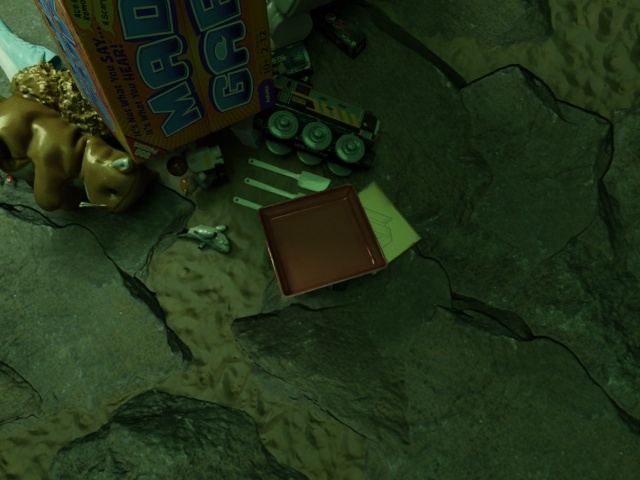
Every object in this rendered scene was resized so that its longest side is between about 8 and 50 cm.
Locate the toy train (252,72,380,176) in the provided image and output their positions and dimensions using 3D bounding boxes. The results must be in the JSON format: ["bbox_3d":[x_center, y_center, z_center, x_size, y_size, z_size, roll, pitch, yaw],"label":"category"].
[{"bbox_3d":[-0.002,-0.299,1.069,0.334,0.142,0.190,18,76,-5],"label":"toy train"}]

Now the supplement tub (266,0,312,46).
[{"bbox_3d":[-0.116,-0.669,1.153,0.145,0.144,0.199,-24,79,1],"label":"supplement tub"}]

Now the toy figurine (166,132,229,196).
[{"bbox_3d":[-0.343,-0.238,1.069,0.148,0.213,0.209,-18,83,-11],"label":"toy figurine"}]

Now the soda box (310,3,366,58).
[{"bbox_3d":[0.052,-0.602,1.172,0.169,0.053,0.060,44,86,10],"label":"soda box"}]

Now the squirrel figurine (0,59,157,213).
[{"bbox_3d":[-0.626,-0.258,1.077,0.371,0.281,0.396,16,85,1],"label":"squirrel figurine"}]

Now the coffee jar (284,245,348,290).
[{"bbox_3d":[-0.014,0.069,1.053,0.185,0.079,0.096,13,75,8],"label":"coffee jar"}]

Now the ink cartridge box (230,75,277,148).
[{"bbox_3d":[-0.173,-0.358,1.127,0.060,0.104,0.180,20,82,11],"label":"ink cartridge box"}]

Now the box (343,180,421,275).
[{"bbox_3d":[0.139,-0.032,1.085,0.165,0.021,0.201,-37,80,-1],"label":"box"}]

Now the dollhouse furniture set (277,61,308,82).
[{"bbox_3d":[-0.064,-0.438,1.127,0.081,0.114,0.090,-27,77,-4],"label":"dollhouse furniture set"}]

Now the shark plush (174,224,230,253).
[{"bbox_3d":[-0.325,-0.003,1.110,0.162,0.073,0.067,3,111,1],"label":"shark plush"}]

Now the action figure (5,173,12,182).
[{"bbox_3d":[-0.927,-0.223,1.211,0.030,0.038,0.115,-17,77,-20],"label":"action figure"}]

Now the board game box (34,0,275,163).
[{"bbox_3d":[-0.352,-0.458,0.867,0.357,0.356,0.356,-31,58,-23],"label":"board game box"}]

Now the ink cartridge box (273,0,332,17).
[{"bbox_3d":[0.010,-0.791,1.051,0.385,0.160,0.279,-37,98,-25],"label":"ink cartridge box"}]

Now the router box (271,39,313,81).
[{"bbox_3d":[-0.091,-0.510,1.177,0.123,0.038,0.092,-19,79,2],"label":"router box"}]

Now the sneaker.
[{"bbox_3d":[-0.854,-0.531,1.218,0.150,0.135,0.365,-33,88,-8],"label":"sneaker"}]

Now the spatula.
[{"bbox_3d":[-0.112,-0.130,1.127,0.242,0.019,0.168,19,84,8],"label":"spatula"}]

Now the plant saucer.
[{"bbox_3d":[0.000,0.000,1.015,0.259,0.047,0.258,-17,63,-7],"label":"plant saucer"}]

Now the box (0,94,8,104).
[{"bbox_3d":[-0.936,-0.399,1.141,0.088,0.232,0.058,27,81,8],"label":"box"}]
